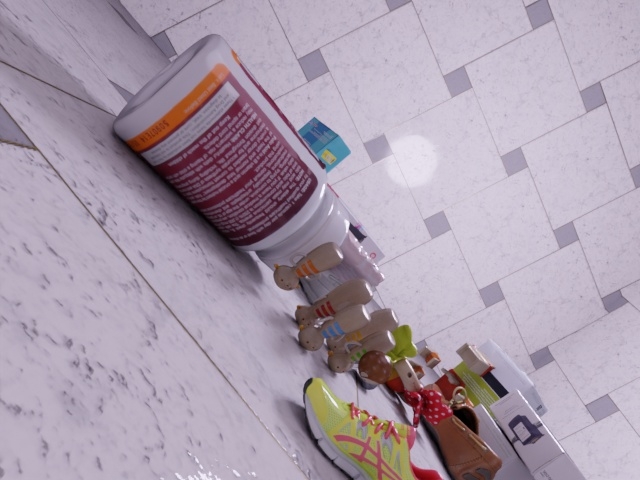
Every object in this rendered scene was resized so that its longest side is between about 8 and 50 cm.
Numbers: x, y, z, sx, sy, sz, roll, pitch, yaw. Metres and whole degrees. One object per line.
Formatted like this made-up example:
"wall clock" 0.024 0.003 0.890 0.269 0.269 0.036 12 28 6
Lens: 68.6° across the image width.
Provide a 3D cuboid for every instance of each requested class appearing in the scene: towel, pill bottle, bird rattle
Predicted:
"towel" 0.000 0.000 1.270 0.332 0.053 0.317 50 -21 -4
"pill bottle" -0.131 -0.124 0.816 0.392 0.224 0.224 48 4 -31
"bird rattle" 0.216 0.342 1.177 0.253 0.143 0.207 54 -12 11

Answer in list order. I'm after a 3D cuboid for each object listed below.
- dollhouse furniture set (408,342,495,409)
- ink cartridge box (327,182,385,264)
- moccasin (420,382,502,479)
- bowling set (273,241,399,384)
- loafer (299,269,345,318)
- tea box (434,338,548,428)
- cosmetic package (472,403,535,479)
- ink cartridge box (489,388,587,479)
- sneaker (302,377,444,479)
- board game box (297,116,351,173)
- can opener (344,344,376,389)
"dollhouse furniture set" 0.450 0.473 1.578 0.135 0.259 0.262 34 16 -41
"ink cartridge box" 0.024 -0.005 1.483 0.306 0.226 0.131 49 4 -4
"moccasin" 0.355 0.478 1.219 0.139 0.147 0.380 50 4 -4
"bowling set" 0.027 0.160 0.796 0.287 0.154 0.200 49 22 -34
"loafer" -0.014 0.064 1.199 0.319 0.111 0.112 53 4 37
"tea box" 0.597 0.585 1.691 0.329 0.323 0.220 46 5 -44
"cosmetic package" 0.524 0.666 1.347 0.365 0.155 0.197 49 7 -29
"ink cartridge box" 0.576 0.544 1.242 0.172 0.100 0.237 49 10 -20
"sneaker" 0.063 0.236 0.554 0.208 0.094 0.081 49 5 2
"board game box" -0.090 -0.232 1.498 0.079 0.336 0.254 48 5 -31
"can opener" 0.079 0.241 1.061 0.283 0.076 0.095 -112 -166 -80
